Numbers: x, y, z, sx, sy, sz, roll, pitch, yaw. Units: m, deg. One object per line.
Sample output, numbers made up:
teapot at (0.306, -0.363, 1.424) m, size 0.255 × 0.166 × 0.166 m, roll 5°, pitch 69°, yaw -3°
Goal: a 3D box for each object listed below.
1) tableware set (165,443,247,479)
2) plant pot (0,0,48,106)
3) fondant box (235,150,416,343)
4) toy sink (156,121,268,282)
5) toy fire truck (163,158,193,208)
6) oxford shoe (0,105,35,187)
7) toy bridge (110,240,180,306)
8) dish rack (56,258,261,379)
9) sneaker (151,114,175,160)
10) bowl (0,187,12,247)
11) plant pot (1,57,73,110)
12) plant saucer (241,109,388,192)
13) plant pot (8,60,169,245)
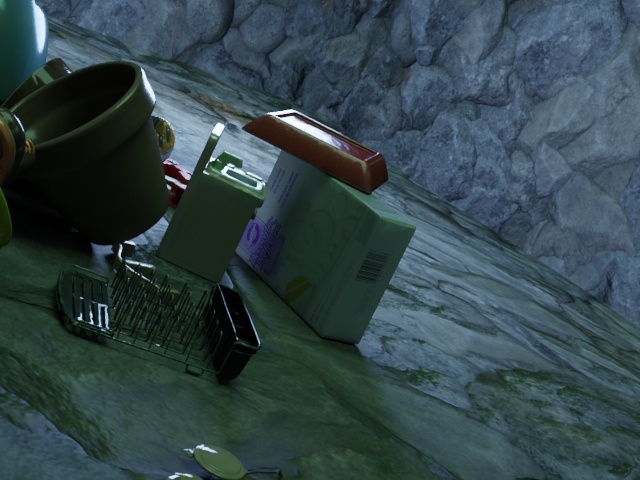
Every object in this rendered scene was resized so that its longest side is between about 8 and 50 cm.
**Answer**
tableware set at (-0.093, 0.278, 1.172) m, size 0.169 × 0.020 × 0.141 m, roll 32°, pitch 16°, yaw 17°
plant pot at (-0.627, -0.303, 1.952) m, size 0.290 × 0.290 × 0.195 m, roll 14°, pitch 54°, yaw -44°
fondant box at (0.000, 0.000, 1.963) m, size 0.096 × 0.238 × 0.330 m, roll 15°, pitch 17°, yaw -38°
toy sink at (-0.173, -0.067, 1.898) m, size 0.131 × 0.234 × 0.153 m, roll 25°, pitch 12°, yaw -7°
toy fire truck at (-0.305, -0.119, 2.266) m, size 0.192 × 0.047 × 0.135 m, roll 33°, pitch 16°, yaw 31°
oxford shoe at (-0.443, -0.126, 1.443) m, size 0.364 × 0.133 × 0.130 m, roll -13°, pitch -72°, yaw 59°
toy bridge at (-0.288, 0.045, 1.696) m, size 0.063 × 0.026 × 0.188 m, roll 14°, pitch 18°, yaw -41°
dish rack at (-0.229, 0.096, 1.506) m, size 0.271 × 0.074 × 0.208 m, roll 21°, pitch 13°, yaw -20°
sneaker at (-0.447, -0.197, 2.205) m, size 0.296 × 0.112 × 0.131 m, roll 10°, pitch -21°, yaw -8°
bowl at (-0.527, -0.071, 1.320) m, size 0.289 × 0.289 × 0.156 m, roll 33°, pitch 56°, yaw 27°
plant pot at (-0.434, -0.161, 1.893) m, size 0.230 × 0.215 × 0.215 m, roll 40°, pitch 12°, yaw -5°
plant saucer at (0.005, -0.177, 2.029) m, size 0.259 × 0.047 × 0.258 m, roll 26°, pitch 13°, yaw 6°
plant pot at (-0.354, -0.121, 1.720) m, size 0.263 × 0.263 × 0.229 m, roll 47°, pitch -17°, yaw 57°
